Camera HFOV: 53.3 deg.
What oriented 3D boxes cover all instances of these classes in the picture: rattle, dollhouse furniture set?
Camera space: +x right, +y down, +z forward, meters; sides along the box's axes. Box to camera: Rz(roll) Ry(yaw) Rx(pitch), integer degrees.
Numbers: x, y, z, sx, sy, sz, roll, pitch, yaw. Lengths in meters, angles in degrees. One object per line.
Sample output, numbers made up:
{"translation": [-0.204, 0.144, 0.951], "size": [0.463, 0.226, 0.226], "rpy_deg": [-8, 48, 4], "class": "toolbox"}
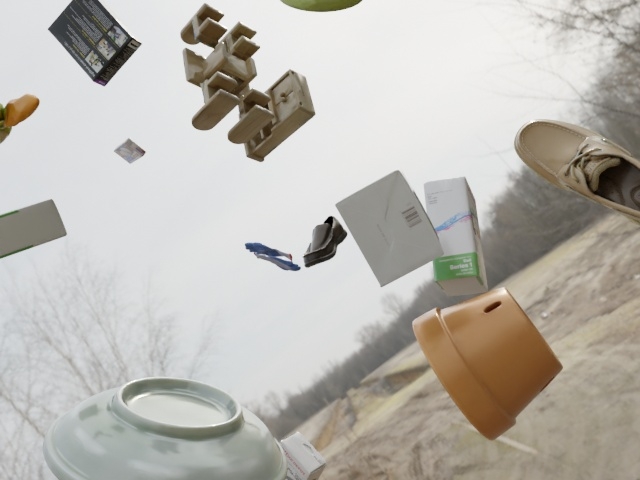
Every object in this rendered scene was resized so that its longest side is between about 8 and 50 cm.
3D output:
{"translation": [-0.622, -0.254, 1.106], "size": [0.143, 0.200, 0.130], "rpy_deg": [-13, 42, 46], "class": "rattle"}
{"translation": [-0.157, -0.261, 1.165], "size": [0.242, 0.212, 0.161], "rpy_deg": [17, -40, -43], "class": "dollhouse furniture set"}

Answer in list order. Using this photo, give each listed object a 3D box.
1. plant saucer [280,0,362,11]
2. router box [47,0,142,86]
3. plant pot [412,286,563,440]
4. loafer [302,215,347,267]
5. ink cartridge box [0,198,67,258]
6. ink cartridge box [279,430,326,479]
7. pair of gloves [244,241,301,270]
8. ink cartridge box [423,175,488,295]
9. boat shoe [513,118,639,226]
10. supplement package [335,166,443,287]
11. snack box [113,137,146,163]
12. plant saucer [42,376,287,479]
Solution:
{"translation": [0.002, -0.690, 1.741], "size": [0.241, 0.241, 0.037], "rpy_deg": [-31, -40, -29], "class": "plant saucer"}
{"translation": [-0.500, -0.452, 1.409], "size": [0.133, 0.179, 0.046], "rpy_deg": [-44, -12, 10], "class": "router box"}
{"translation": [0.356, 0.232, 1.322], "size": [0.203, 0.291, 0.291], "rpy_deg": [-37, -11, 12], "class": "plant pot"}
{"translation": [0.000, 0.000, 1.624], "size": [0.080, 0.078, 0.220], "rpy_deg": [-22, 14, 25], "class": "loafer"}
{"translation": [-0.681, -0.027, 1.452], "size": [0.160, 0.092, 0.219], "rpy_deg": [-23, 12, -25], "class": "ink cartridge box"}
{"translation": [-0.059, 0.496, 1.367], "size": [0.056, 0.099, 0.135], "rpy_deg": [-13, -46, -48], "class": "ink cartridge box"}
{"translation": [-0.145, 0.054, 1.971], "size": [0.198, 0.159, 0.023], "rpy_deg": [65, -137, -67], "class": "pair of gloves"}
{"translation": [0.367, -0.008, 1.719], "size": [0.117, 0.278, 0.201], "rpy_deg": [-10, -19, 19], "class": "ink cartridge box"}
{"translation": [0.506, -0.133, 1.161], "size": [0.121, 0.341, 0.110], "rpy_deg": [-61, -26, 9], "class": "boat shoe"}
{"translation": [0.148, -0.037, 1.345], "size": [0.149, 0.194, 0.203], "rpy_deg": [-28, 4, 11], "class": "supplement package"}
{"translation": [-0.567, -0.265, 1.891], "size": [0.022, 0.064, 0.178], "rpy_deg": [-58, 23, -16], "class": "snack box"}
{"translation": [-0.244, 0.313, 1.069], "size": [0.400, 0.401, 0.100], "rpy_deg": [-3, -74, -71], "class": "plant saucer"}
